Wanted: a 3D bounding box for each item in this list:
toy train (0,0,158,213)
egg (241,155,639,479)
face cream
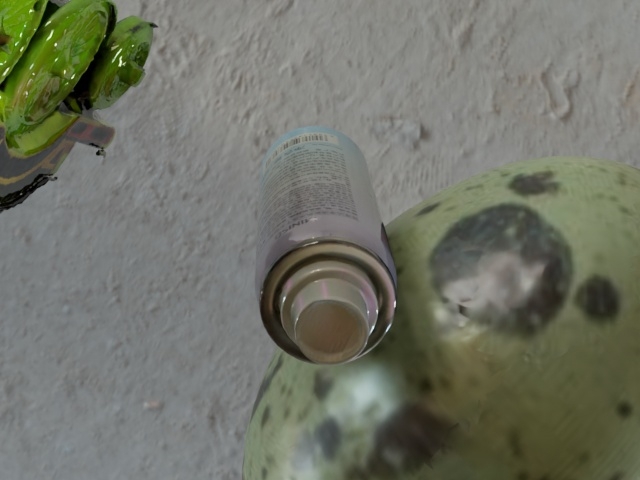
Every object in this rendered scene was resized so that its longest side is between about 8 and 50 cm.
[{"bbox_3d":[-0.169,-0.076,0.466,0.100,0.296,0.160,33,94,3],"label":"toy train"},{"bbox_3d":[0.110,0.116,0.672,0.288,0.287,0.379,28,102,-10],"label":"egg"},{"bbox_3d":[0.000,0.000,0.566,0.075,0.229,0.075,-1,112,-1],"label":"face cream"}]
